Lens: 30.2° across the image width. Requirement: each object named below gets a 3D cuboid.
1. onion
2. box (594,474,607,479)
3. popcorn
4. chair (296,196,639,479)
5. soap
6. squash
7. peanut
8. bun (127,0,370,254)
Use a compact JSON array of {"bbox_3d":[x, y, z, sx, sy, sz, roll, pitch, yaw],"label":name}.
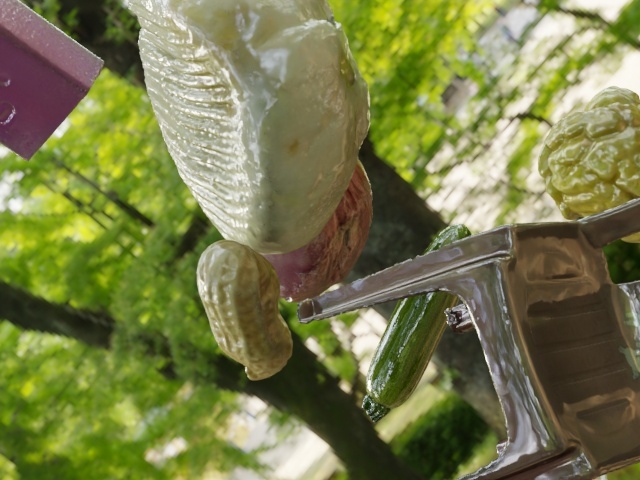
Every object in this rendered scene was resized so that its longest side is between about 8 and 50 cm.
[{"bbox_3d":[0.000,0.000,1.699,0.227,0.120,0.284,-51,-17,-31],"label":"onion"},{"bbox_3d":[0.264,0.331,1.281,0.122,0.032,0.220,-11,45,8],"label":"box"},{"bbox_3d":[0.396,-0.110,1.539,0.200,0.225,0.203,71,-160,-60],"label":"popcorn"},{"bbox_3d":[0.179,0.058,0.725,0.326,0.176,0.183,-27,-14,38],"label":"chair"},{"bbox_3d":[-0.438,-0.237,1.558,0.181,0.259,0.081,-37,26,37],"label":"soap"},{"bbox_3d":[0.115,0.096,1.392,0.258,0.069,0.069,-65,7,-3],"label":"squash"},{"bbox_3d":[-0.082,0.076,1.315,0.083,0.194,0.093,0,44,21],"label":"peanut"},{"bbox_3d":[-0.062,-0.169,1.364,0.219,0.365,0.365,-25,-3,-20],"label":"bun"}]
